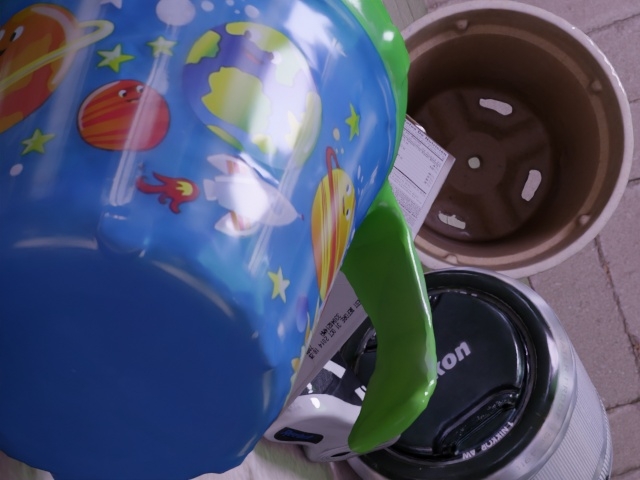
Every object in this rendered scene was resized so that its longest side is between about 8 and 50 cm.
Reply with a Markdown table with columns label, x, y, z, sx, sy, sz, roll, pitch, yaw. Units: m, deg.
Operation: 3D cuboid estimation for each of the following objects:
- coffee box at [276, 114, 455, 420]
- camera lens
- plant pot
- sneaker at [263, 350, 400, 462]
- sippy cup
| label | x | y | z | sx | sy | sz | roll | pitch | yaw |
| --- | --- | --- | --- | --- | --- | --- | --- | --- | --- |
| coffee box | 0.000 | 0.000 | 1.159 | 0.098 | 0.141 | 0.246 | 39 | 25 | -3 |
| camera lens | 0.142 | 0.166 | 1.495 | 0.274 | 0.219 | 0.219 | 53 | 22 | -58 |
| plant pot | 0.204 | -0.109 | 2.074 | 0.305 | 0.333 | 0.334 | 68 | 4 | -86 |
| sneaker | 0.000 | 0.101 | 1.290 | 0.217 | 0.079 | 0.121 | 41 | 32 | -68 |
| sippy cup | -0.083 | -0.014 | 0.780 | 0.224 | 0.305 | 0.240 | -79 | 179 | -46 |
